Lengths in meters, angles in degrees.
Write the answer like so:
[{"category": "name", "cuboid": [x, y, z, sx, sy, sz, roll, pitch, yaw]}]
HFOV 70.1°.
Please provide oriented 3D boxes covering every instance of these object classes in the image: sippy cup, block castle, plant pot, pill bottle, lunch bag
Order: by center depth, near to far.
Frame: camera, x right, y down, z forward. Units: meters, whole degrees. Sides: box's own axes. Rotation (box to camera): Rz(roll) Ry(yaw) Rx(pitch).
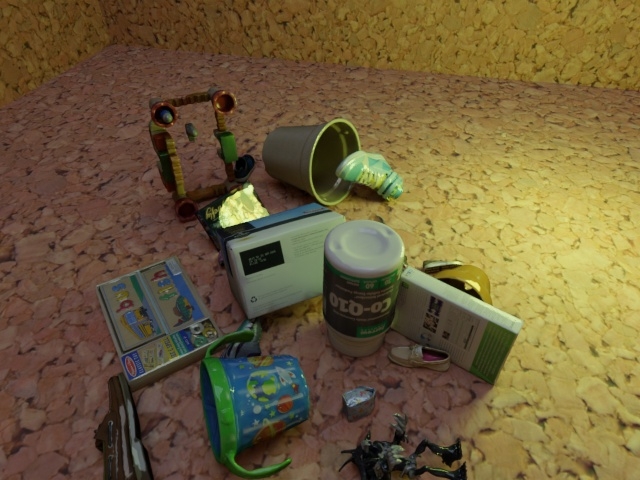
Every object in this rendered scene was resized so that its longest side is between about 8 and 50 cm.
[{"category": "sippy cup", "cuboid": [-0.153, 0.374, 1.086, 0.224, 0.305, 0.240, -8, -2, -24]}, {"category": "lunch bag", "cuboid": [0.099, 0.407, 1.148, 0.083, 0.071, 0.053, -15, 40, -14]}, {"category": "pill bottle", "cuboid": [0.107, 0.140, 1.233, 0.204, 0.361, 0.204, 0, 41, 0]}, {"category": "plant pot", "cuboid": [0.416, 0.163, 1.351, 0.205, 0.205, 0.188, 24, 31, 25]}, {"category": "block castle", "cuboid": [-0.441, -0.314, 1.684, 0.303, 0.453, 0.213, -17, 36, -21]}, {"category": "plant pot", "cuboid": [-0.054, -0.334, 1.842, 0.306, 0.333, 0.334, 18, 43, 35]}]

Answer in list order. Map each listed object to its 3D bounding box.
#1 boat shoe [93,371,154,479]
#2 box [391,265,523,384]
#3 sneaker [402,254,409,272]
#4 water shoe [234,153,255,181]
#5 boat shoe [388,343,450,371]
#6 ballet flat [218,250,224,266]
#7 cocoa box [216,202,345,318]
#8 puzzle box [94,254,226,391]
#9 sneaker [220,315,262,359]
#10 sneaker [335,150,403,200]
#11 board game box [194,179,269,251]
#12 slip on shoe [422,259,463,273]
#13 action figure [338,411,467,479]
[{"category": "boat shoe", "cuboid": [-0.478, 0.448, 1.067, 0.104, 0.110, 0.307, -17, 44, -21]}, {"category": "box", "cuboid": [0.352, 0.229, 1.232, 0.322, 0.232, 0.058, 28, 49, 27]}, {"category": "sneaker", "cuboid": [0.276, 0.067, 1.549, 0.065, 0.061, 0.158, -14, 43, -25]}, {"category": "water shoe", "cuboid": [-0.329, -0.335, 1.986, 0.073, 0.080, 0.203, 2, 41, 1]}, {"category": "boat shoe", "cuboid": [0.275, 0.315, 1.263, 0.170, 0.059, 0.063, 7, 42, 7]}, {"category": "ballet flat", "cuboid": [-0.238, 0.062, 1.549, 0.222, 0.077, 0.079, -4, 60, 2]}, {"category": "cocoa box", "cuboid": [-0.110, 0.048, 1.394, 0.347, 0.231, 0.228, -17, 20, -19]}, {"category": "puzzle box", "cuboid": [-0.491, 0.224, 1.367, 0.272, 0.052, 0.409, -24, 47, -24]}, {"category": "sneaker", "cuboid": [-0.200, 0.292, 1.297, 0.098, 0.083, 0.223, 41, 34, -8]}, {"category": "sneaker", "cuboid": [0.211, -0.242, 1.780, 0.319, 0.127, 0.208, -17, 61, -49]}, {"category": "board game box", "cuboid": [-0.312, -0.091, 1.651, 0.042, 0.165, 0.243, -11, 23, 50]}, {"category": "slip on shoe", "cuboid": [0.413, 0.084, 1.539, 0.135, 0.051, 0.041, -7, 44, 4]}, {"category": "action figure", "cuboid": [0.176, 0.471, 1.016, 0.276, 0.140, 0.164, 0, 23, 10]}]
